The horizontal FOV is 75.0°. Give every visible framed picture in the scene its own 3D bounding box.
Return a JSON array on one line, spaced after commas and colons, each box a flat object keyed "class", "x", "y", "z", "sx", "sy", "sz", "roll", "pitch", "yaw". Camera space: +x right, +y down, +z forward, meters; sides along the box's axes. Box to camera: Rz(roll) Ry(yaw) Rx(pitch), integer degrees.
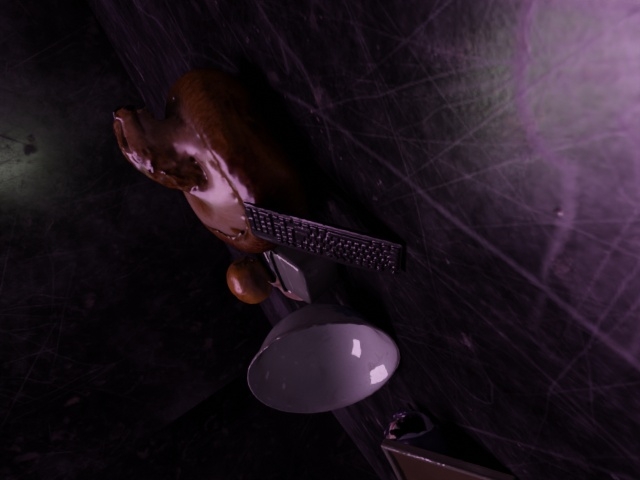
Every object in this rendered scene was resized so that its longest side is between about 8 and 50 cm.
[{"class": "framed picture", "x": 0.269, "y": 0.511, "z": 0.816, "sx": 0.241, "sy": 0.020, "sz": 0.324, "roll": -1, "pitch": 128, "yaw": 35}]

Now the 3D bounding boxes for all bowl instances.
[{"class": "bowl", "x": 0.001, "y": 0.225, "z": 0.900, "sx": 0.146, "sy": 0.314, "sz": 0.313, "roll": -103, "pitch": -5, "yaw": -49}]

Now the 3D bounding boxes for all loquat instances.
[{"class": "loquat", "x": -0.330, "y": 0.189, "z": 1.937, "sx": 0.238, "sy": 0.193, "sz": 0.238, "roll": 60, "pitch": 166, "yaw": 26}]

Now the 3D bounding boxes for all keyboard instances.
[{"class": "keyboard", "x": 0.000, "y": 0.000, "z": 0.626, "sx": 0.251, "sy": 0.017, "sz": 0.087, "roll": 15, "pitch": 143, "yaw": 17}]

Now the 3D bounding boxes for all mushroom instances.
[{"class": "mushroom", "x": -0.195, "y": -0.120, "z": 0.765, "sx": 0.346, "sy": 0.260, "sz": 0.345, "roll": 37, "pitch": 144, "yaw": 34}]

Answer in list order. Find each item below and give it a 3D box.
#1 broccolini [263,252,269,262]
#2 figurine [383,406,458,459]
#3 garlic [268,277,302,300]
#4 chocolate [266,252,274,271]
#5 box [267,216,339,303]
[{"class": "broccolini", "x": -0.179, "y": -0.026, "z": 1.292, "sx": 0.123, "sy": 0.062, "sz": 0.271, "roll": -117, "pitch": 11, "yaw": -53}, {"class": "figurine", "x": 0.213, "y": 0.453, "z": 0.914, "sx": 0.145, "sy": 0.146, "sz": 0.222, "roll": 54, "pitch": 170, "yaw": 15}, {"class": "garlic", "x": -0.079, "y": 0.096, "z": 1.172, "sx": 0.124, "sy": 0.099, "sz": 0.174, "roll": 29, "pitch": 150, "yaw": 32}, {"class": "chocolate", "x": -0.131, "y": 0.040, "z": 1.257, "sx": 0.072, "sy": 0.072, "sz": 0.166, "roll": 40, "pitch": 154, "yaw": 49}, {"class": "box", "x": -0.027, "y": 0.051, "z": 0.881, "sx": 0.093, "sy": 0.124, "sz": 0.172, "roll": 35, "pitch": 156, "yaw": 32}]
